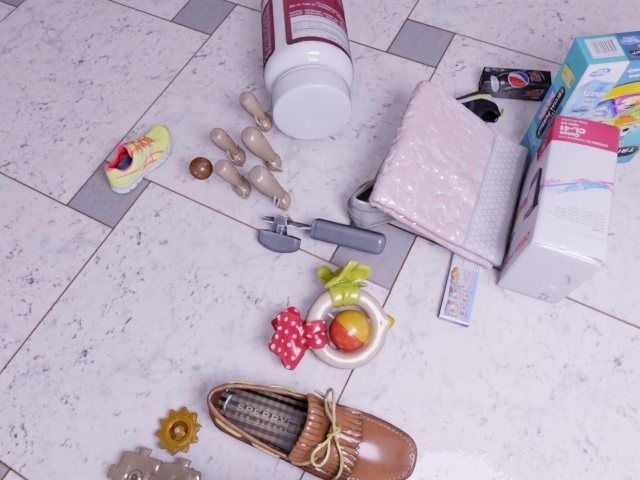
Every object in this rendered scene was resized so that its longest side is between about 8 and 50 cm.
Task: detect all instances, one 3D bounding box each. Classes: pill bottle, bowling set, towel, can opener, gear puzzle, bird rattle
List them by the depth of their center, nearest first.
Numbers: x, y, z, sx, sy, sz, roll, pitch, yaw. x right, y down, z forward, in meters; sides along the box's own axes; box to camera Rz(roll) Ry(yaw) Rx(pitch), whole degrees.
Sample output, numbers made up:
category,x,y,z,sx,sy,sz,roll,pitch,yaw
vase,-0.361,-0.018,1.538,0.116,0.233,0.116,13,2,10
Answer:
category,x,y,z,sx,sy,sz,roll,pitch,yaw
gear puzzle,-0.308,0.470,0.840,0.175,0.044,0.339,10,62,10
bird rattle,0.030,0.164,0.927,0.207,0.143,0.253,38,74,2
towel,0.292,-0.146,1.013,0.317,0.053,0.332,29,66,-10
can opener,0.000,0.000,1.048,0.283,0.076,0.095,14,98,10
bowling set,-0.195,-0.191,1.121,0.200,0.154,0.287,-16,64,16
pill bottle,-0.034,-0.467,1.182,0.224,0.224,0.392,-5,64,1

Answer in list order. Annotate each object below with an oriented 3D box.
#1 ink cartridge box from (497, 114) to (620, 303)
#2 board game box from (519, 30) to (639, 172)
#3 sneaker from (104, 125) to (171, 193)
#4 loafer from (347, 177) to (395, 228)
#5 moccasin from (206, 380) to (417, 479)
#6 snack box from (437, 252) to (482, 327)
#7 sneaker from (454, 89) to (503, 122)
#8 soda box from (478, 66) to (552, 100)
category,x,y,z,sx,sy,sz,roll,pitch,yaw
ink cartridge box,0.478,-0.059,0.949,0.131,0.226,0.306,19,66,12
board game box,0.603,-0.278,0.988,0.253,0.336,0.079,-6,63,1
sneaker,-0.447,-0.215,1.153,0.081,0.094,0.208,24,66,16
loafer,0.211,-0.121,1.058,0.319,0.111,0.112,-25,65,-9
moccasin,-0.018,0.330,0.829,0.380,0.147,0.139,19,66,12
snack box,0.302,0.091,0.998,0.064,0.022,0.178,16,66,10
sneaker,0.346,-0.295,1.152,0.234,0.084,0.097,-26,66,-9
soda box,0.500,-0.404,1.210,0.169,0.060,0.053,5,65,6
